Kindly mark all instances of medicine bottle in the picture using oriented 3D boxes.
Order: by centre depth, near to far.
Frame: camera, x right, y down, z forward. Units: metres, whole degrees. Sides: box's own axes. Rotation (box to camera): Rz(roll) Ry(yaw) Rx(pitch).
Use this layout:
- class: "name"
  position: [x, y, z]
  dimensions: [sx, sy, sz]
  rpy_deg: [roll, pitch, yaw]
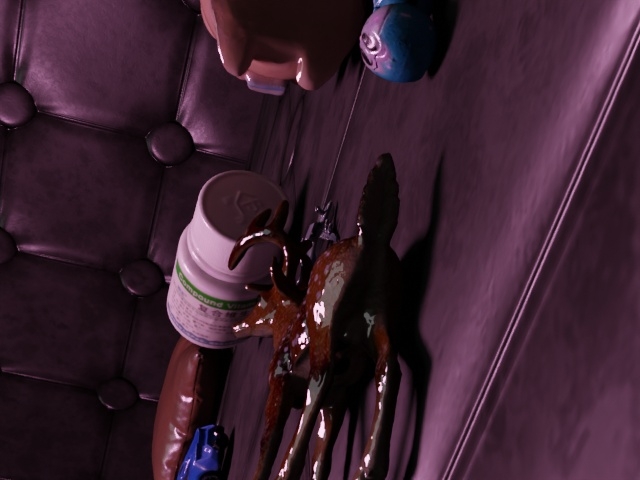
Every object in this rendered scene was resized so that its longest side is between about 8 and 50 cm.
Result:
- class: "medicine bottle"
  position: [-0.115, 0.028, 1.036]
  dimensions: [0.237, 0.139, 0.139]
  rpy_deg: [116, 164, -50]

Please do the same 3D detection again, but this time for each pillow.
- class: "pillow"
  position: [-0.264, 0.322, 1.610]
  dimensions: [0.305, 0.108, 0.308]
  rpy_deg: [-140, 64, -78]

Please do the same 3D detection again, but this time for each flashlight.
- class: "flashlight"
  position: [0.057, -0.156, 0.528]
  dimensions: [0.051, 0.051, 0.129]
  rpy_deg: [116, 170, -55]

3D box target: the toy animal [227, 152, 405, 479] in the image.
- class: "toy animal"
  position: [0.001, 0.057, 0.520]
  dimensions: [0.243, 0.087, 0.260]
  rpy_deg: [-44, 30, 49]

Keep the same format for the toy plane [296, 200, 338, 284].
- class: "toy plane"
  position: [-0.002, 0.000, 0.724]
  dimensions: [0.078, 0.024, 0.084]
  rpy_deg: [-26, 49, 55]

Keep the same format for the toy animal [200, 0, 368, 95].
- class: "toy animal"
  position: [-0.038, -0.266, 0.878]
  dimensions: [0.256, 0.195, 0.213]
  rpy_deg: [-143, 59, -78]

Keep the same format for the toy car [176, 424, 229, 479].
- class: "toy car"
  position: [-0.180, 0.366, 1.174]
  dimensions: [0.103, 0.063, 0.216]
  rpy_deg: [-100, 24, -66]
